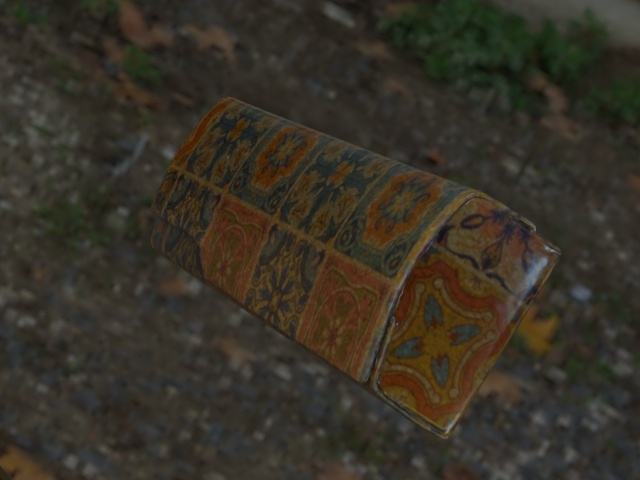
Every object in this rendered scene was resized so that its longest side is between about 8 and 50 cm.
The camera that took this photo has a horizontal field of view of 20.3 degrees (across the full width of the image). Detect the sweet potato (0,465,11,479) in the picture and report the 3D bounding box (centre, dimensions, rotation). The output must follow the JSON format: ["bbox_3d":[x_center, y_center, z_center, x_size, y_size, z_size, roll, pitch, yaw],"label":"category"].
[{"bbox_3d":[-0.142,0.163,0.617,0.108,0.346,0.079,2,-5,30],"label":"sweet potato"}]

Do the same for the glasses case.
[{"bbox_3d":[0.000,0.000,0.664,0.049,0.075,0.218,34,-3,-27],"label":"glasses case"}]
